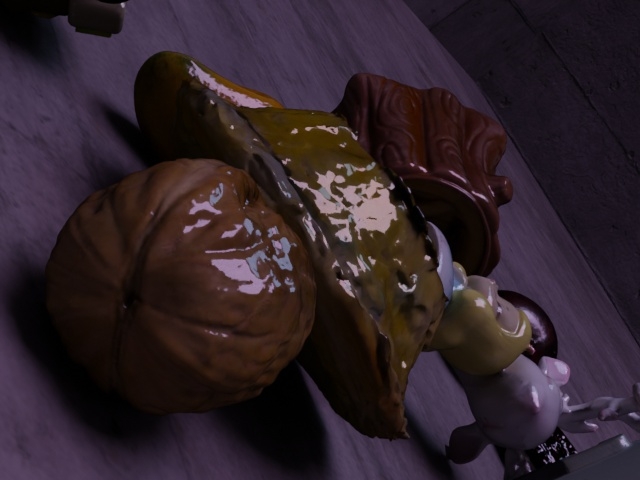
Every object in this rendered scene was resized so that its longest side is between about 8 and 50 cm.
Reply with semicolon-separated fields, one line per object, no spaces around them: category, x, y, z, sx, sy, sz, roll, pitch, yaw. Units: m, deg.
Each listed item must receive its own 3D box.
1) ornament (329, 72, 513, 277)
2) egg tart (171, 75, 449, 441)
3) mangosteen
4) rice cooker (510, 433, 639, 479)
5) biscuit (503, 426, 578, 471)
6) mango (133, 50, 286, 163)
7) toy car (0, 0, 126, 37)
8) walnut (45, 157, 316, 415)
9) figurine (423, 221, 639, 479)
ornament;0.097;-0.040;1.509;0.217;0.221;0.235;-88;166;-64
egg tart;0.000;0.000;1.068;0.315;0.120;0.315;55;-11;16
mangosteen;0.204;0.116;1.674;0.140;0.140;0.140;49;14;-17
rice cooker;0.205;0.275;1.035;0.280;0.227;0.241;82;-15;-78
biscuit;0.264;0.261;1.624;0.194;0.053;0.194;49;14;-16
mango;-0.089;-0.088;1.204;0.165;0.115;0.089;25;47;-21
toy car;-0.215;-0.292;1.095;0.198;0.247;0.204;10;29;-10
walnut;-0.078;0.027;0.865;0.155;0.155;0.184;55;12;6
figurine;0.162;0.147;1.268;0.316;0.206;0.284;35;1;-24
